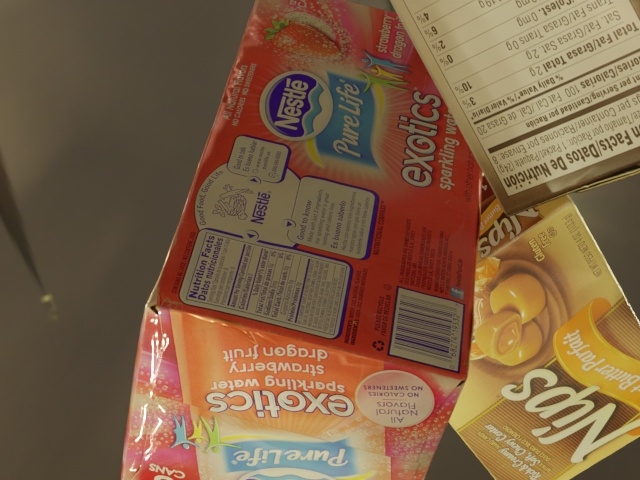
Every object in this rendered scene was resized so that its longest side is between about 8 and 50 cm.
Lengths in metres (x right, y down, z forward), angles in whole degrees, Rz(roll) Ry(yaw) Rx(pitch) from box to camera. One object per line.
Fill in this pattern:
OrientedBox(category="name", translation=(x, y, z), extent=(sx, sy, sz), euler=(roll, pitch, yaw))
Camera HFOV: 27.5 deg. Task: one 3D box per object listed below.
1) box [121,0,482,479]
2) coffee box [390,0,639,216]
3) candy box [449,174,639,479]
OrientedBox(category="box", translation=(0.000, 0.000, 0.733), extent=(0.154, 0.142, 0.300), euler=(14, -139, -3))
OrientedBox(category="coffee box", translation=(0.098, -0.184, 0.600), extent=(0.119, 0.297, 0.168), euler=(-22, -169, 44))
OrientedBox(category="candy box", translation=(0.175, 0.087, 1.120), extent=(0.183, 0.316, 0.088), euler=(-33, -137, 6))
